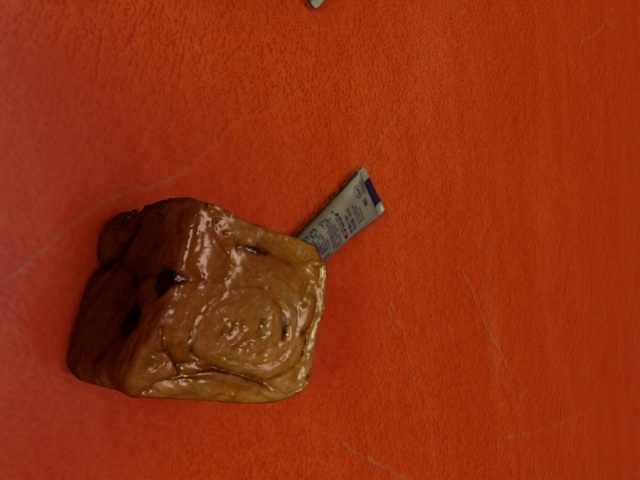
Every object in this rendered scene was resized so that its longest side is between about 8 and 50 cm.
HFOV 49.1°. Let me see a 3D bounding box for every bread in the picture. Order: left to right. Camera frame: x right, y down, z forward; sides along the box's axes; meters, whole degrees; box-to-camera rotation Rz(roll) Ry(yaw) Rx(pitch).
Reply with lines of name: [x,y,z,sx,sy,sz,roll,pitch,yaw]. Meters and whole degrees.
bread: [-0.095,0.051,0.558,0.158,0.143,0.148,12,84,-40]

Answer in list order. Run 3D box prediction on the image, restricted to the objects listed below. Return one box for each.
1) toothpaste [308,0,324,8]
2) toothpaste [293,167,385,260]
toothpaste: [-0.041,-0.312,0.659,0.057,0.035,0.197,-54,129,-16]
toothpaste: [0.000,0.000,0.718,0.216,0.037,0.062,-44,121,-38]
